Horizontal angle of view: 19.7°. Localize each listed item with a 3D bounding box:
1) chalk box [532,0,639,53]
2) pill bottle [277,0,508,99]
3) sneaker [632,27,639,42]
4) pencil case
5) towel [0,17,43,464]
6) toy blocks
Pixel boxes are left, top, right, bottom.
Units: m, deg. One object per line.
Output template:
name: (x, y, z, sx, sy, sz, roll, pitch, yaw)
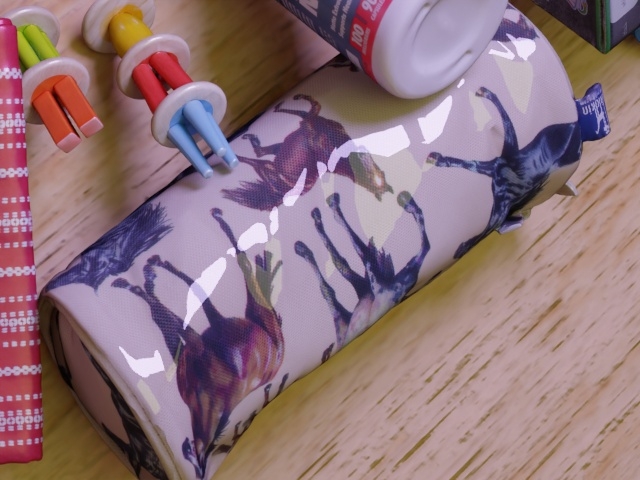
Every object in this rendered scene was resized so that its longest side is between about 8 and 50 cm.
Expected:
chalk box: (0.196, -0.232, 1.256, 0.132, 0.213, 0.132, -39, 149, -16)
pill bottle: (0.021, -0.179, 1.160, 0.108, 0.180, 0.108, -33, 147, -25)
sneaker: (0.303, -0.175, 1.419, 0.240, 0.126, 0.091, 52, 41, -48)
pencil case: (0.000, 0.000, 1.203, 0.410, 0.160, 0.183, -39, 101, -23)
towel: (-0.271, 0.004, 1.099, 0.198, 0.031, 0.275, -4, 92, -11)
toy blocks: (-0.126, -0.088, 1.144, 0.123, 0.148, 0.054, -16, 141, -28)
